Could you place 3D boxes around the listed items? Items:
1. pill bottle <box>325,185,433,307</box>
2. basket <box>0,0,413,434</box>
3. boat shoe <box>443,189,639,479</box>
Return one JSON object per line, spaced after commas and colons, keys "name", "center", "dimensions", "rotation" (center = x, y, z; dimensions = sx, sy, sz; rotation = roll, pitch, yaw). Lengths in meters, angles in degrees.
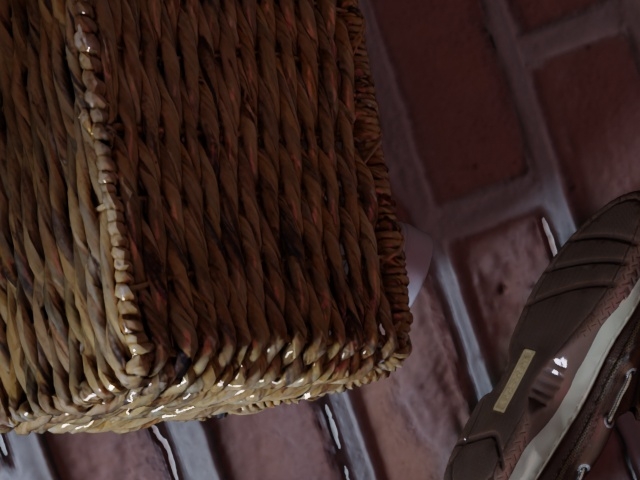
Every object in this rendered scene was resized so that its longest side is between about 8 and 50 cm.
{"name": "pill bottle", "center": [0.000, 0.000, 1.067], "dimensions": [0.137, 0.078, 0.078], "rotation": [22, 84, -14]}
{"name": "basket", "center": [-0.104, -0.036, 0.983], "dimensions": [0.223, 0.213, 0.299], "rotation": [-1, 75, -43]}
{"name": "boat shoe", "center": [0.185, 0.091, 1.120], "dimensions": [0.095, 0.095, 0.257], "rotation": [34, 88, -27]}
